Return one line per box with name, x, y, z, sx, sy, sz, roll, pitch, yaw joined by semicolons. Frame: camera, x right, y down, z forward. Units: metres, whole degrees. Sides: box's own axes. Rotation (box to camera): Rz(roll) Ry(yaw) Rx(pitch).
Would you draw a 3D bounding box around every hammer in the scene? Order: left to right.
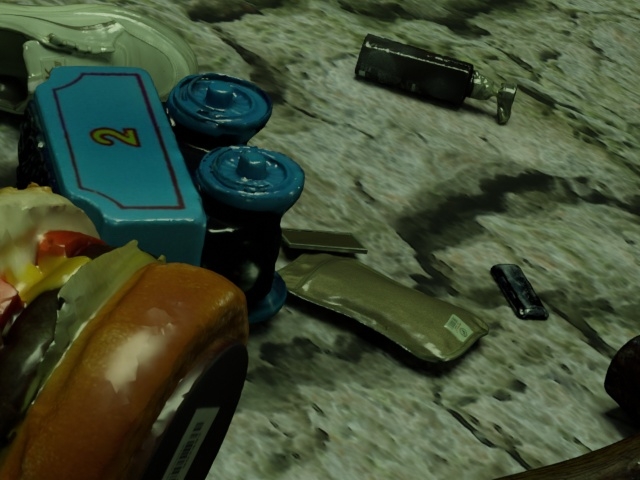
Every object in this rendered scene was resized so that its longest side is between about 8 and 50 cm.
hammer;0.250;0.221;1.724;0.409;0.095;0.242;-13;40;-31

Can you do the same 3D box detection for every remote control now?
remote control;0.217;0.053;2.037;0.039;0.014;0.096;3;33;-20

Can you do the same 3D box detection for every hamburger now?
hamburger;-0.218;0.130;1.410;0.250;0.330;0.330;27;32;10

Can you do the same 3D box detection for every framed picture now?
framed picture;0.000;0.000;2.017;0.089;0.006;0.066;4;16;-18

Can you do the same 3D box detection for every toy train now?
toy train;-0.167;-0.046;1.868;0.265;0.188;0.300;-2;35;-18

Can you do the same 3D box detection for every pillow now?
pillow;0.063;0.063;1.930;0.217;0.033;0.130;23;26;19

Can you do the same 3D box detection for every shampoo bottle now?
shampoo bottle;0.149;-0.208;2.400;0.208;0.063;0.057;17;20;7

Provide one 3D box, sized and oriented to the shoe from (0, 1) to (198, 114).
shoe;-0.294;-0.192;2.093;0.316;0.124;0.159;5;20;-5
